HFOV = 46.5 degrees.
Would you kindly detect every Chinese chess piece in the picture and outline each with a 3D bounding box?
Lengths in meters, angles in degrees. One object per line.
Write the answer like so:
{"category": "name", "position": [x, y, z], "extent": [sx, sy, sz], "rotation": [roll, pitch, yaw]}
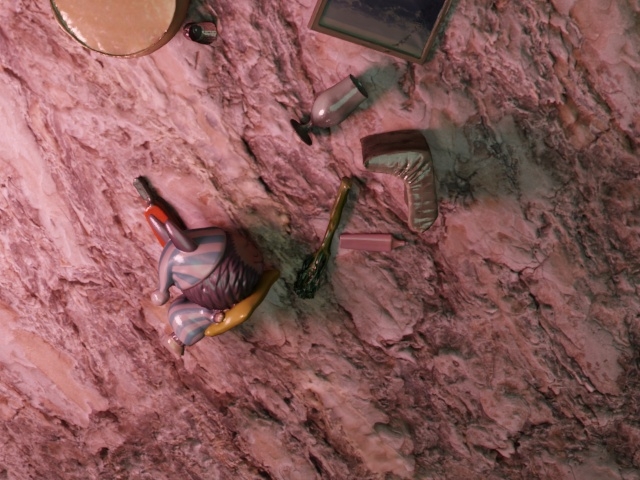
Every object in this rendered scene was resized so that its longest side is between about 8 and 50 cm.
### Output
{"category": "Chinese chess piece", "position": [-0.484, -0.607, 1.790], "extent": [0.337, 0.141, 0.338], "rotation": [0, 116, 0]}

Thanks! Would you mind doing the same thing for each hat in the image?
{"category": "hat", "position": [-0.308, -0.527, 1.883], "extent": [0.087, 0.042, 0.058], "rotation": [-14, 124, -29]}

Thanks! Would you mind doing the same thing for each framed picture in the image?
{"category": "framed picture", "position": [0.161, -0.573, 1.776], "extent": [0.334, 0.022, 0.247], "rotation": [10, 119, -29]}

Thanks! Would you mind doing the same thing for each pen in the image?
{"category": "pen", "position": [0.154, 0.005, 2.129], "extent": [0.197, 0.032, 0.053], "rotation": [3, 116, 3]}

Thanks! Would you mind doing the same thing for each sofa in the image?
{"category": "sofa", "position": [0.206, -0.156, 1.950], "extent": [0.175, 0.210, 0.226], "rotation": [-9, 117, 5]}

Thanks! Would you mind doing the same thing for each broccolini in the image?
{"category": "broccolini", "position": [0.005, 0.002, 2.107], "extent": [0.078, 0.074, 0.392], "rotation": [12, 118, -11]}

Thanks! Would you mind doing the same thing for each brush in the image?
{"category": "brush", "position": [-0.443, -0.040, 2.117], "extent": [0.070, 0.051, 0.323], "rotation": [-24, 113, 13]}

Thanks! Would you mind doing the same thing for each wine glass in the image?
{"category": "wine glass", "position": [0.024, -0.340, 1.929], "extent": [0.202, 0.093, 0.093], "rotation": [-35, 110, 18]}

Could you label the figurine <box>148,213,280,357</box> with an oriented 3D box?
{"category": "figurine", "position": [-0.360, 0.077, 2.079], "extent": [0.361, 0.266, 0.378], "rotation": [-34, 103, 19]}
